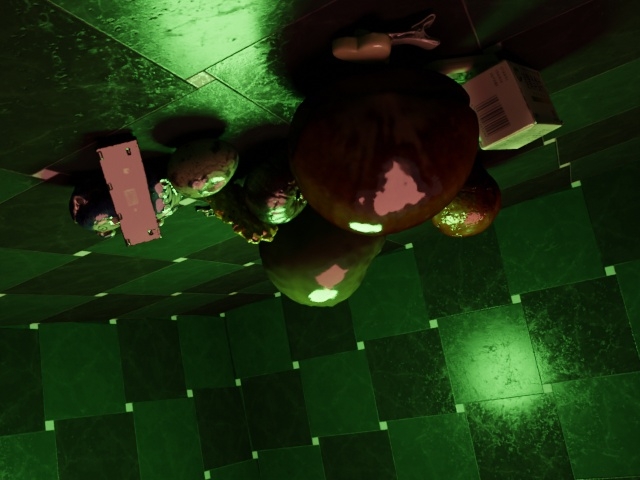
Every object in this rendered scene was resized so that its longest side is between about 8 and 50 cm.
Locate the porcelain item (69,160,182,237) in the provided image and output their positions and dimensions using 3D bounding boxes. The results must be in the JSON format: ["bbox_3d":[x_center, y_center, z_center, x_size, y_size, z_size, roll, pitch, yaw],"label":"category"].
[{"bbox_3d":[-0.493,-0.115,1.510,0.288,0.138,0.186,-10,155,-27],"label":"porcelain item"}]

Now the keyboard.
[{"bbox_3d":[-0.458,-0.113,1.427,0.106,0.027,0.317,-18,138,-19],"label":"keyboard"}]

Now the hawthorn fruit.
[{"bbox_3d":[0.552,-0.149,2.267,0.315,0.316,0.316,-15,167,-3],"label":"hawthorn fruit"}]

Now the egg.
[{"bbox_3d":[-0.287,-0.181,1.445,0.181,0.141,0.141,-26,168,-4],"label":"egg"}]

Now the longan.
[{"bbox_3d":[-0.009,-0.001,1.950,0.404,0.404,0.436,-3,131,-43],"label":"longan"}]

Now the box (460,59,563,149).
[{"bbox_3d":[0.495,-0.341,1.507,0.145,0.173,0.333,-25,174,34],"label":"box"}]

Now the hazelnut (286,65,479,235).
[{"bbox_3d":[0.138,-0.197,1.335,0.429,0.402,0.402,-2,166,-2],"label":"hazelnut"}]

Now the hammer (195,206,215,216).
[{"bbox_3d":[-0.265,-0.141,1.896,0.297,0.027,0.125,-24,164,29],"label":"hammer"}]

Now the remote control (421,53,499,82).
[{"bbox_3d":[0.339,-0.412,1.426,0.221,0.042,0.078,-12,166,-22],"label":"remote control"}]

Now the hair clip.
[{"bbox_3d":[0.128,-0.400,1.198,0.218,0.071,0.159,-10,179,-8],"label":"hair clip"}]

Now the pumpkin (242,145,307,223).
[{"bbox_3d":[-0.104,-0.149,1.639,0.238,0.159,0.238,-39,156,-22],"label":"pumpkin"}]

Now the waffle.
[{"bbox_3d":[-0.231,-0.088,1.683,0.052,0.254,0.245,-45,170,18],"label":"waffle"}]
